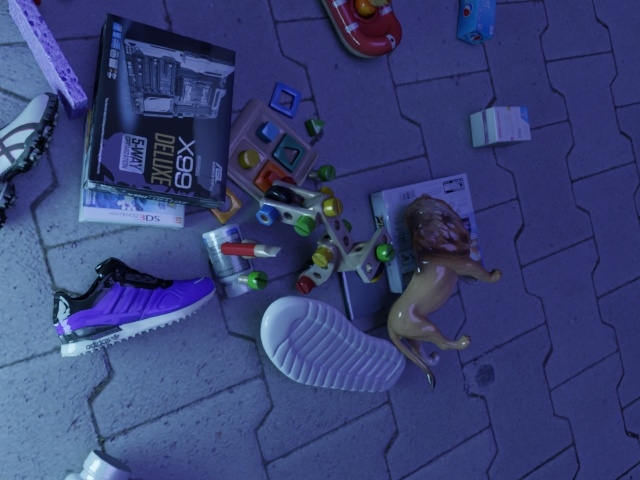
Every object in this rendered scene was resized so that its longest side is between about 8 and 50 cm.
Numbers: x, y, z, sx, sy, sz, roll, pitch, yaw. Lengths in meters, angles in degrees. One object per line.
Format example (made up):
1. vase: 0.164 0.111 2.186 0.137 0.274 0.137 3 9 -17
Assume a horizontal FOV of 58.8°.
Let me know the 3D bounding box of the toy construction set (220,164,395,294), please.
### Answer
1. toy construction set: 0.000 0.000 1.096 0.308 0.237 0.258 -22 109 -49

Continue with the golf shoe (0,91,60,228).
1. golf shoe: -0.533 -0.146 0.941 0.120 0.105 0.273 29 73 -17

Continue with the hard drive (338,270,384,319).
1. hard drive: 0.092 0.107 1.311 0.094 0.022 0.135 -13 93 -29

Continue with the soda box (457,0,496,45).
1. soda box: 0.418 -0.636 1.506 0.067 0.071 0.210 11 82 -28

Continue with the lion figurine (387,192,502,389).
1. lion figurine: 0.241 0.110 1.262 0.240 0.142 0.392 27 80 -17

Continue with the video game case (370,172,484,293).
1. video game case: 0.264 -0.022 1.390 0.269 0.061 0.245 -14 94 -28

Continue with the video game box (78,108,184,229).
1. video game box: -0.349 -0.129 1.071 0.187 0.048 0.205 4 85 -31

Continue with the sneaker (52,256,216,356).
1. sneaker: -0.337 0.093 1.031 0.293 0.102 0.146 -19 96 -28

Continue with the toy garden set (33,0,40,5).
1. toy garden set: -0.540 -0.524 0.991 0.244 0.049 0.204 45 66 -20

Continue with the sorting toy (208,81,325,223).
1. sorting toy: -0.109 -0.178 1.204 0.196 0.047 0.348 37 71 -22

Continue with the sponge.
1. sponge: -0.468 -0.319 0.976 0.031 0.117 0.210 -31 102 -24

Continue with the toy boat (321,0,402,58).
1. toy boat: 0.110 -0.537 1.286 0.151 0.151 0.231 -36 104 -25

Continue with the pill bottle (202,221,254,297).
1. pill bottle: -0.178 0.039 1.135 0.078 0.078 0.137 -22 97 -28

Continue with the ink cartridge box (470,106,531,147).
1. ink cartridge box: 0.469 -0.299 1.502 0.143 0.090 0.092 -6 90 -28

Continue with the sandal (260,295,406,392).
1. sandal: 0.019 0.233 1.227 0.416 0.102 0.169 33 87 -36

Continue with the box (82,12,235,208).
1. box: -0.289 -0.226 1.041 0.242 0.076 0.308 9 78 -29

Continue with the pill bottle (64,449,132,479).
1. pill bottle: -0.407 0.461 0.967 0.108 0.108 0.180 38 71 -21
